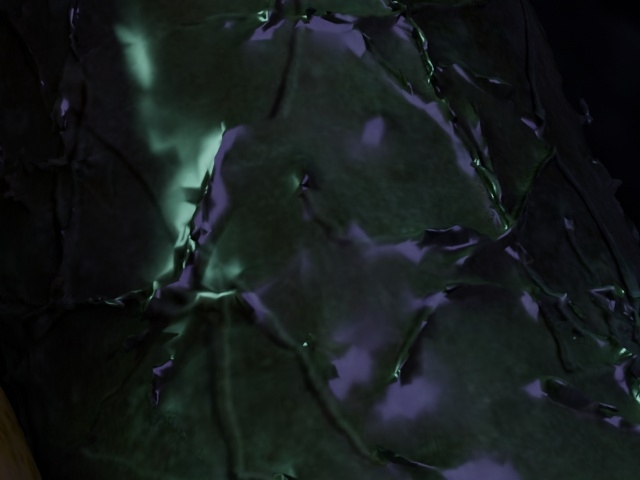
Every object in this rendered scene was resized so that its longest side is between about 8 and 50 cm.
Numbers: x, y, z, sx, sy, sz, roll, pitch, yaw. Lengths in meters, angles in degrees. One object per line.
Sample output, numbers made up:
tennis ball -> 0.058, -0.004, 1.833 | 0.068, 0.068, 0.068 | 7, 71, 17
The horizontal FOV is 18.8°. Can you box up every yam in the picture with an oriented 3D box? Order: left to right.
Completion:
yam -> 0.000, 0.000, 0.692 | 0.241, 0.241, 0.348 | -8, 65, -29

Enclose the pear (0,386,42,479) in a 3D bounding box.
pear -> -0.191, 0.121, 0.519 | 0.271, 0.271, 0.271 | 12, 54, -17
